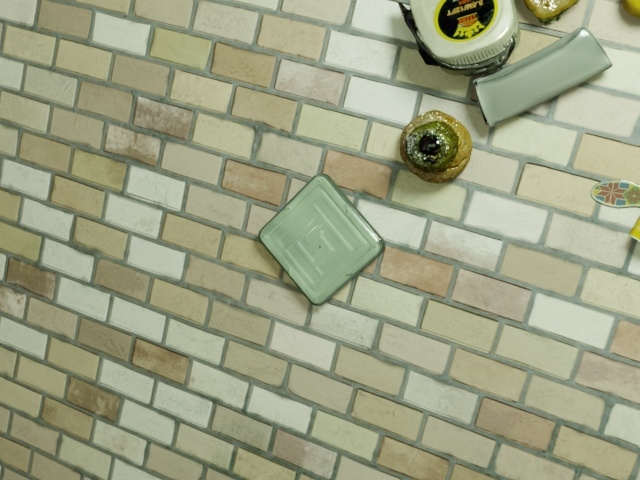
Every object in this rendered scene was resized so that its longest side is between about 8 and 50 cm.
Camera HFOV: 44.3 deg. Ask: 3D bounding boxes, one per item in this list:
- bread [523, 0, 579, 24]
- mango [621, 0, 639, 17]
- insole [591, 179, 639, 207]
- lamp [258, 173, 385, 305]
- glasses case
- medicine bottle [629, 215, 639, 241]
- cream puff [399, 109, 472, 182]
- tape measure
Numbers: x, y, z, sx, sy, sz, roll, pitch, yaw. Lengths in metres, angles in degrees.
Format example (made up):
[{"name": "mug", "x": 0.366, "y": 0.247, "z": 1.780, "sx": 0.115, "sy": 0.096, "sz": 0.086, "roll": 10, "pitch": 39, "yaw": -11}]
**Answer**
[{"name": "bread", "x": 0.527, "y": -0.581, "z": 1.811, "sx": 0.128, "sy": 0.069, "sz": 0.140, "roll": -34, "pitch": 85, "yaw": 20}, {"name": "mango", "x": 0.755, "y": -0.563, "z": 1.716, "sx": 0.194, "sy": 0.092, "sz": 0.130, "roll": -17, "pitch": 89, "yaw": 17}, {"name": "insole", "x": 0.730, "y": -0.103, "z": 1.829, "sx": 0.193, "sy": 0.006, "sz": 0.065, "roll": 12, "pitch": 101, "yaw": 19}, {"name": "lamp", "x": 0.000, "y": 0.000, "z": 2.094, "sx": 0.266, "sy": 0.047, "sz": 0.269, "roll": -44, "pitch": 81, "yaw": 21}, {"name": "glasses case", "x": 0.504, "y": -0.383, "z": 1.823, "sx": 0.308, "sy": 0.083, "sz": 0.128, "roll": -25, "pitch": 114, "yaw": 21}, {"name": "medicine bottle", "x": 0.777, "y": -0.093, "z": 1.772, "sx": 0.074, "sy": 0.074, "sz": 0.218, "roll": 30, "pitch": 106, "yaw": 15}, {"name": "cream puff", "x": 0.265, "y": -0.224, "z": 1.901, "sx": 0.183, "sy": 0.169, "sz": 0.183, "roll": 3, "pitch": 100, "yaw": 20}, {"name": "tape measure", "x": 0.327, "y": -0.486, "z": 1.849, "sx": 0.271, "sy": 0.133, "sz": 0.232, "roll": -11, "pitch": 69, "yaw": 20}]
